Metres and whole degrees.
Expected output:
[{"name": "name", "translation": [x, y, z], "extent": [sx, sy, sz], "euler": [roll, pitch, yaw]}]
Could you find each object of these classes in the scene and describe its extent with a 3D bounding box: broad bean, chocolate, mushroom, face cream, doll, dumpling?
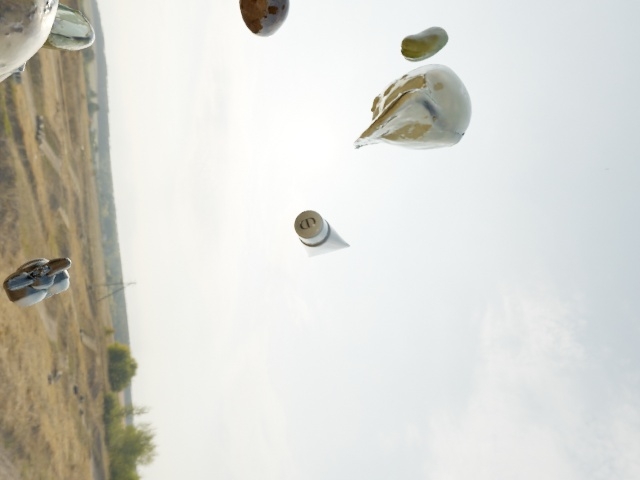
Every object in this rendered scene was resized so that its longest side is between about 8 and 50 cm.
[{"name": "broad bean", "translation": [0.360, -0.688, 1.411], "extent": [0.082, 0.175, 0.124], "euler": [59, 9, -55]}, {"name": "chocolate", "translation": [-0.178, -0.731, 1.279], "extent": [0.177, 0.177, 0.176], "euler": [20, -67, 59]}, {"name": "mushroom", "translation": [-0.990, -0.755, 1.459], "extent": [0.212, 0.292, 0.217], "euler": [-35, -96, 13]}, {"name": "face cream", "translation": [0.000, 0.000, 1.171], "extent": [0.314, 0.143, 0.089], "euler": [55, 20, -69]}, {"name": "doll", "translation": [-0.458, 0.065, 0.653], "extent": [0.219, 0.091, 0.067], "euler": [-13, -80, 54]}, {"name": "dumpling", "translation": [0.228, -0.311, 1.060], "extent": [0.316, 0.395, 0.233], "euler": [-30, -87, 33]}]

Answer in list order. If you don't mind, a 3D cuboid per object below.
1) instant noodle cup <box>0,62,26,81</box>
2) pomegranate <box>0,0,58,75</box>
[{"name": "instant noodle cup", "translation": [-0.842, -0.442, 1.008], "extent": [0.136, 0.127, 0.127], "euler": [-27, -113, 22]}, {"name": "pomegranate", "translation": [-0.540, -0.369, 0.538], "extent": [0.322, 0.322, 0.322], "euler": [20, -67, 59]}]
